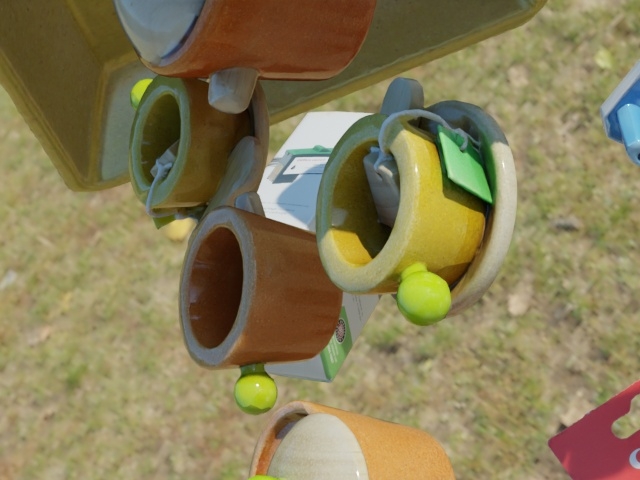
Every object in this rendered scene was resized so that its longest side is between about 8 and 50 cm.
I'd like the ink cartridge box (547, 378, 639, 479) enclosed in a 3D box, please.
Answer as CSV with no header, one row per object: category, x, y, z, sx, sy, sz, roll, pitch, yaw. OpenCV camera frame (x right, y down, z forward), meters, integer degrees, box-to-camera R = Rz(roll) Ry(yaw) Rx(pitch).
ink cartridge box,0.314,0.213,1.116,0.181,0.225,0.056,-38,-9,17

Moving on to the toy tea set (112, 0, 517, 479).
toy tea set,-0.035,-0.017,0.571,0.200,0.124,0.336,-61,37,31

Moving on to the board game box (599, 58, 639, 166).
board game box,0.444,-0.129,0.869,0.390,0.390,0.050,-54,25,35

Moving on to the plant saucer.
plant saucer,-0.043,-0.193,0.765,0.333,0.333,0.081,-22,61,-1

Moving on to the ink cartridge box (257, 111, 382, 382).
ink cartridge box,0.000,0.000,1.307,0.092,0.160,0.219,5,38,26
